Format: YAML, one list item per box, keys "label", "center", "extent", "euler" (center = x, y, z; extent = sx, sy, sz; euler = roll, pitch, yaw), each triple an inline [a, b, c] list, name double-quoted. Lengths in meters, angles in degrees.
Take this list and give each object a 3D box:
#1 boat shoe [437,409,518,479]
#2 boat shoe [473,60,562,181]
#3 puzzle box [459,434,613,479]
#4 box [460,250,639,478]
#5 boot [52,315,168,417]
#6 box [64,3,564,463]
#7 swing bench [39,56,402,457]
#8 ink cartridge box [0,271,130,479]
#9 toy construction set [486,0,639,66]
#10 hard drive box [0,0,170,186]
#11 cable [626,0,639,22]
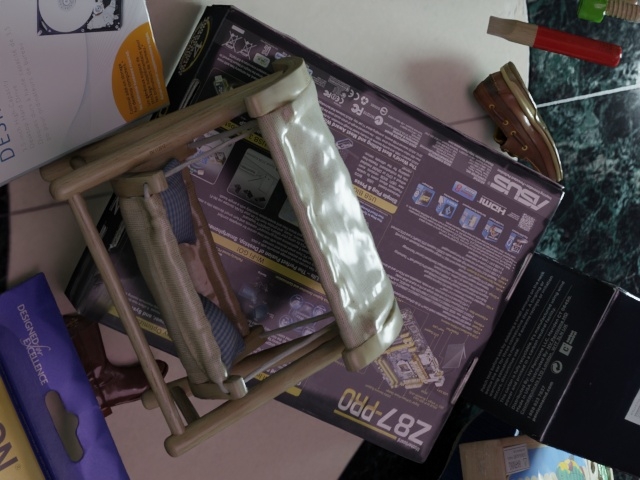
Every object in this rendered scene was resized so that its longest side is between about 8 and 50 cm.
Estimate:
- label: "boat shoe"
  center: [0.196, 0.288, 1.860]
  extent: [0.183, 0.066, 0.066]
  euler: [-53, 146, -5]
- label: "boat shoe"
  center: [0.228, -0.128, 1.695]
  extent: [0.060, 0.064, 0.178]
  euler: [-27, 131, 9]
- label: "puzzle box"
  center: [0.287, 0.370, 1.803]
  extent: [0.409, 0.052, 0.272]
  euler: [7, 74, -62]
- label: "box"
  center: [0.267, 0.121, 1.662]
  extent: [0.343, 0.312, 0.179]
  euler: [24, 93, -44]
- label: "boot"
  center: [-0.208, 0.110, 1.444]
  extent: [0.106, 0.037, 0.114]
  euler: [-34, 124, -27]
- label: "box"
  center: [0.000, 0.000, 1.429]
  extent: [0.395, 0.097, 0.318]
  euler: [25, 91, -21]
- label: "swing bench"
  center: [-0.073, 0.006, 1.271]
  extent: [0.254, 0.165, 0.253]
  euler: [-25, 104, -9]
- label: "ink cartridge box"
  center: [-0.321, 0.231, 1.331]
  extent: [0.307, 0.072, 0.304]
  euler: [-28, 112, -22]
- label: "toy construction set"
  center: [0.224, -0.353, 1.501]
  extent: [0.237, 0.257, 0.309]
  euler: [13, 84, 0]
- label: "hard drive box"
  center: [-0.260, -0.157, 1.234]
  extent: [0.232, 0.089, 0.181]
  euler: [-30, 126, -27]
- label: "cable"
  center: [0.442, -0.322, 1.655]
  extent: [0.257, 0.257, 0.089]
  euler: [-28, 98, -21]
